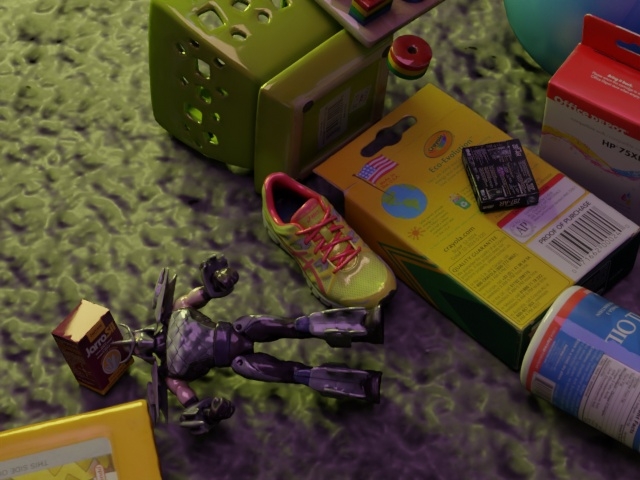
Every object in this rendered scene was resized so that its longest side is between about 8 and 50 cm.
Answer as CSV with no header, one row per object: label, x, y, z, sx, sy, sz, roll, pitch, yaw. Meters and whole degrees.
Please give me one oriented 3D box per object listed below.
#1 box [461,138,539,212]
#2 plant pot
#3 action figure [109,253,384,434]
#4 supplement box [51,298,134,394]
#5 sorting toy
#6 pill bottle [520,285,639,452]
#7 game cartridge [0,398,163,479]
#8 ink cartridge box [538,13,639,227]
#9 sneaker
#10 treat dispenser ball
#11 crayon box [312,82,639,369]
box,0.197,-0.072,1.692,0.067,0.018,0.083,-10,52,-7
plant pot,-0.048,-0.202,1.783,0.227,0.228,0.207,-37,67,-25
action figure,-0.077,0.108,1.590,0.285,0.099,0.185,2,89,4
supplement box,-0.239,0.112,1.620,0.043,0.083,0.055,18,54,35
sorting toy,0.051,-0.302,1.709,0.132,0.046,0.274,-35,70,-31
pill bottle,0.325,0.146,1.551,0.221,0.124,0.124,28,58,21
game cartridge,-0.299,0.312,1.477,0.323,0.053,0.285,-12,56,-8
ink cartridge box,0.319,-0.124,1.696,0.134,0.231,0.078,28,57,22
sneaker,0.000,0.000,1.691,0.081,0.094,0.208,-42,60,-16
treat dispenser ball,0.355,-0.313,1.809,0.288,0.288,0.288,-1,52,1
crayon box,0.170,-0.025,1.719,0.202,0.081,0.318,-37,60,-24
